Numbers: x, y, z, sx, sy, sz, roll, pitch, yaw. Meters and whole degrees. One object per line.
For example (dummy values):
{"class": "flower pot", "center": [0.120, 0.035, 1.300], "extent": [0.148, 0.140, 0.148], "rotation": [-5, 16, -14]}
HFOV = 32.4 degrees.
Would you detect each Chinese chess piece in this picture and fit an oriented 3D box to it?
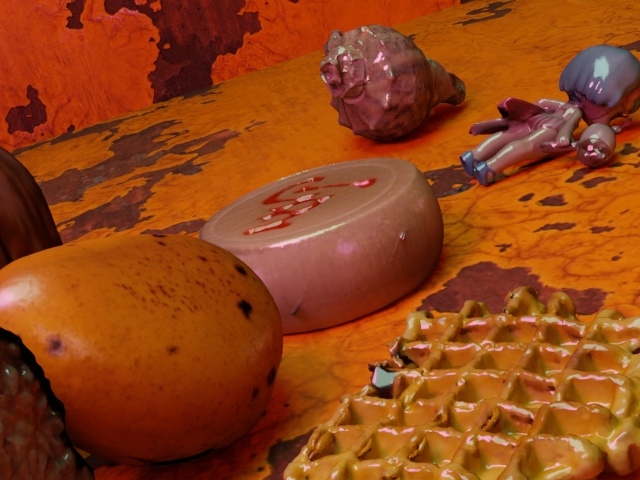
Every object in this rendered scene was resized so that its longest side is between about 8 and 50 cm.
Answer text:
{"class": "Chinese chess piece", "center": [0.000, 0.000, 1.178], "extent": [0.273, 0.102, 0.273], "rotation": [-15, 19, 6]}

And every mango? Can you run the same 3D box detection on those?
{"class": "mango", "center": [-0.144, 0.086, 0.880], "extent": [0.160, 0.191, 0.290], "rotation": [-37, -27, 28]}

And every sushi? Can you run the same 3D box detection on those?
{"class": "sushi", "center": [-0.235, 0.159, 0.740], "extent": [0.126, 0.225, 0.136], "rotation": [-10, 29, 25]}

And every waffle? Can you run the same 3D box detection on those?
{"class": "waffle", "center": [0.113, 0.122, 0.804], "extent": [0.309, 0.065, 0.283], "rotation": [-17, 21, -11]}

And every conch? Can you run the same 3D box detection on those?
{"class": "conch", "center": [0.093, -0.225, 1.663], "extent": [0.210, 0.159, 0.291], "rotation": [16, -2, 45]}

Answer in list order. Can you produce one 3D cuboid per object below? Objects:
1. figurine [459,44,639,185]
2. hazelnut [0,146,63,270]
{"class": "figurine", "center": [0.296, -0.151, 1.348], "extent": [0.260, 0.103, 0.205], "rotation": [-30, 18, -6]}
{"class": "hazelnut", "center": [-0.369, 0.074, 0.955], "extent": [0.315, 0.372, 0.372], "rotation": [16, 13, -15]}
